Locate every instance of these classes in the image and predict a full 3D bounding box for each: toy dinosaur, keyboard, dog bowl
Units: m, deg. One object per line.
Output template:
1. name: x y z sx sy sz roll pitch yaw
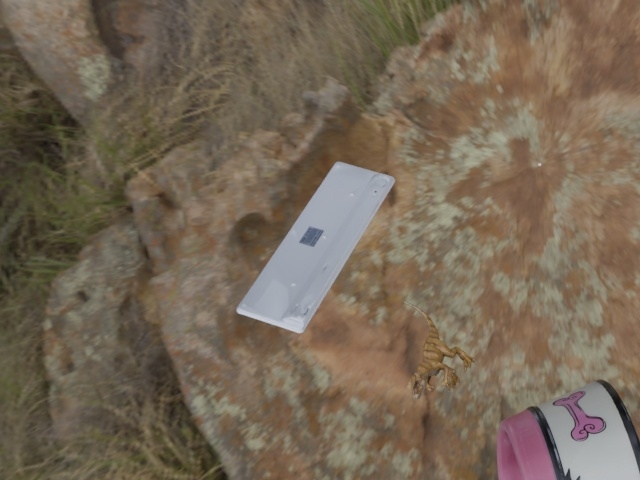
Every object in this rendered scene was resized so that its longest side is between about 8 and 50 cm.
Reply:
1. toy dinosaur: 0.184 0.173 1.879 0.112 0.211 0.064 36 121 -14
2. keyboard: 0.000 0.000 1.231 0.072 0.256 0.014 13 133 20
3. dog bowl: 0.339 0.398 1.588 0.150 0.408 0.408 -9 92 0
